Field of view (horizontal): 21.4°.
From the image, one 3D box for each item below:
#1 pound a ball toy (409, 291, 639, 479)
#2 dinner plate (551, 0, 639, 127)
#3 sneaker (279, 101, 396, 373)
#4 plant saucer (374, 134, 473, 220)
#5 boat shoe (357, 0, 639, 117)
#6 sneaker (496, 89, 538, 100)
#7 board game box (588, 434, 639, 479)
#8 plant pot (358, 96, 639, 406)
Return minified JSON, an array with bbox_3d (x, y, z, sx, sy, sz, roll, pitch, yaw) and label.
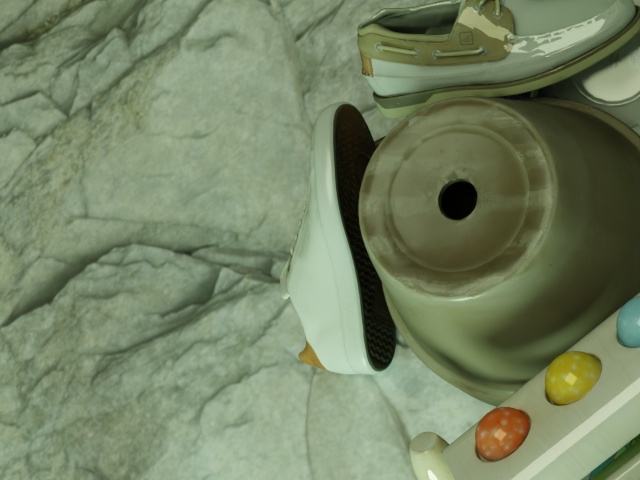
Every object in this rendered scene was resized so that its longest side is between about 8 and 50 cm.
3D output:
[{"bbox_3d":[0.218,0.148,1.517,0.319,0.135,0.208,-39,27,6],"label":"pound a ball toy"},{"bbox_3d":[0.303,-0.185,1.746,0.141,0.017,0.141,2,97,15],"label":"dinner plate"},{"bbox_3d":[0.000,0.000,1.802,0.123,0.106,0.290,-3,92,34],"label":"sneaker"},{"bbox_3d":[0.085,-0.045,1.847,0.168,0.029,0.168,-9,71,27],"label":"plant saucer"},{"bbox_3d":[0.173,-0.210,1.716,0.302,0.103,0.113,-14,25,27],"label":"boat shoe"},{"bbox_3d":[0.154,-0.175,1.830,0.170,0.068,0.071,20,90,32],"label":"sneaker"},{"bbox_3d":[0.324,0.268,1.435,0.233,0.078,0.347,-15,37,42],"label":"board game box"},{"bbox_3d":[0.176,-0.008,1.620,0.323,0.280,0.323,-5,77,22],"label":"plant pot"}]
